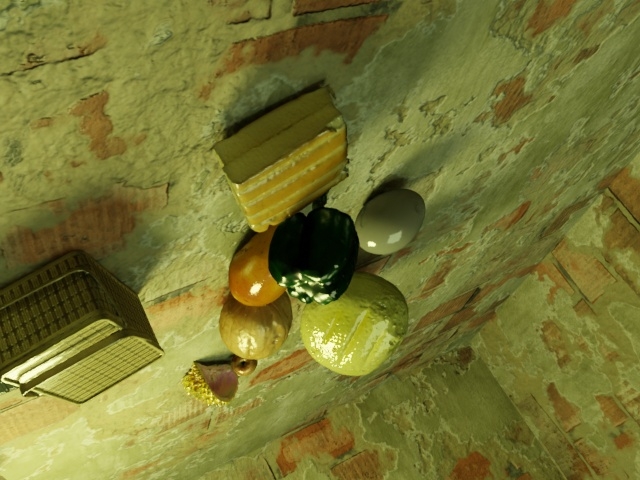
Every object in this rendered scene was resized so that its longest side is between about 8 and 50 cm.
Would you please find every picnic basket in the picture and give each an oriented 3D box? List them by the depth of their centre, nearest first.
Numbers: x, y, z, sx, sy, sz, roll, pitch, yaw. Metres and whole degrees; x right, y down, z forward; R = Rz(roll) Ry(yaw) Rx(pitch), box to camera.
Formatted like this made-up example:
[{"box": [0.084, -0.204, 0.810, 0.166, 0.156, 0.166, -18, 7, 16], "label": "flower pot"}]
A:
[{"box": [-0.475, 0.187, 1.283, 0.228, 0.175, 0.313, -30, 156, -5], "label": "picnic basket"}]

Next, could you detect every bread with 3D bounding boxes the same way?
[{"box": [-0.058, -0.145, 1.231, 0.246, 0.111, 0.239, -32, 160, -8], "label": "bread"}, {"box": [0.097, 0.241, 1.925, 0.320, 0.320, 0.237, -44, 177, 25], "label": "bread"}]

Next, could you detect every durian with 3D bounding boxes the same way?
[{"box": [-0.335, 0.438, 2.025, 0.182, 0.165, 0.132, 85, 31, -88], "label": "durian"}]

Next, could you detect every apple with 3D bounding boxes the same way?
[{"box": [-0.239, 0.387, 2.070, 0.084, 0.084, 0.071, -28, 164, -9], "label": "apple"}]

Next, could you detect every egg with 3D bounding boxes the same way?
[{"box": [0.176, -0.049, 1.652, 0.199, 0.146, 0.146, -38, 157, -7], "label": "egg"}]

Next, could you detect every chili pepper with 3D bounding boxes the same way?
[{"box": [0.000, 0.000, 1.341, 0.174, 0.261, 0.165, -20, 129, 33], "label": "chili pepper"}]

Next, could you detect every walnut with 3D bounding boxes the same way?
[{"box": [-0.165, 0.199, 1.680, 0.195, 0.195, 0.221, -21, 146, -23], "label": "walnut"}]

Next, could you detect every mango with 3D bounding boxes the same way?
[{"box": [-0.113, 0.044, 1.496, 0.187, 0.138, 0.257, -32, 165, -31], "label": "mango"}]

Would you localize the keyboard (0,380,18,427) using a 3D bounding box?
[{"box": [-0.694, 0.302, 1.423, 0.103, 0.041, 0.381, -20, 147, -24], "label": "keyboard"}]

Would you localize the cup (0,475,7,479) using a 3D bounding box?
[{"box": [-0.942, 0.707, 1.665, 0.253, 0.253, 0.274, -34, 164, 5], "label": "cup"}]
